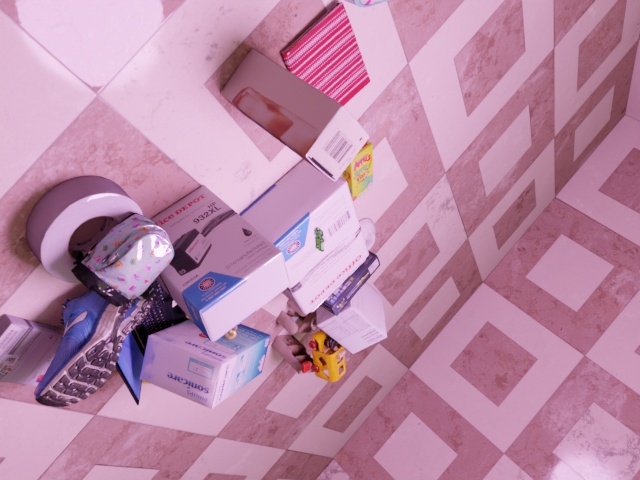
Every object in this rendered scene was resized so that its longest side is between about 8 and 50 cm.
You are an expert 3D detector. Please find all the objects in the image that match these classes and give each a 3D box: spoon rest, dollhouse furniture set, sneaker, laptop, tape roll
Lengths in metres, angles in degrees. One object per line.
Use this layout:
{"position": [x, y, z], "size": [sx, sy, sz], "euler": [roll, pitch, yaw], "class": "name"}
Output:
{"position": [0.126, 0.050, 2.072], "size": [0.137, 0.084, 0.277], "euler": [-7, 115, -51], "class": "spoon rest"}
{"position": [-0.037, 0.320, 2.044], "size": [0.212, 0.161, 0.242], "euler": [10, 115, -56], "class": "dollhouse furniture set"}
{"position": [-0.515, 0.210, 1.291], "size": [0.330, 0.147, 0.130], "euler": [-59, 153, -24], "class": "sneaker"}
{"position": [-0.415, 0.243, 1.493], "size": [0.264, 0.136, 0.234], "euler": [-34, 146, -25], "class": "laptop"}
{"position": [-0.478, -0.021, 1.196], "size": [0.219, 0.072, 0.219], "euler": [-34, 145, -28], "class": "tape roll"}

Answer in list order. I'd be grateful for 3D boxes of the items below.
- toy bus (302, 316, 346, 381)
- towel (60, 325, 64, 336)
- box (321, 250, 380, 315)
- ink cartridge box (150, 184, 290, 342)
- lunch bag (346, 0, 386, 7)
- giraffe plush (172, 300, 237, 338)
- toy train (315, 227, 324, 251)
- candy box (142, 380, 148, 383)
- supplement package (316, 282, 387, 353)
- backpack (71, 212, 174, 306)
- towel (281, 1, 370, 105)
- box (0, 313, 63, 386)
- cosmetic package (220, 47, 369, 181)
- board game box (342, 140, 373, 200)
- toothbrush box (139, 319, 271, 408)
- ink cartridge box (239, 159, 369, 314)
{"position": [0.034, 0.381, 1.993], "size": [0.202, 0.104, 0.191], "euler": [33, 73, -54], "class": "toy bus"}
{"position": [-0.561, 0.209, 1.341], "size": [0.083, 0.009, 0.060], "euler": [-44, 127, -58], "class": "towel"}
{"position": [0.052, 0.107, 1.888], "size": [0.233, 0.183, 0.059], "euler": [-47, 142, -18], "class": "box"}
{"position": [-0.254, 0.042, 1.325], "size": [0.223, 0.307, 0.129], "euler": [-37, 144, -21], "class": "ink cartridge box"}
{"position": [0.135, -0.669, 1.271], "size": [0.224, 0.108, 0.279], "euler": [-28, 142, -33], "class": "lunch bag"}
{"position": [-0.255, 0.155, 1.541], "size": [0.210, 0.170, 0.182], "euler": [-43, 151, -38], "class": "giraffe plush"}
{"position": [0.000, 0.000, 1.563], "size": [0.017, 0.023, 0.083], "euler": [-34, 143, -24], "class": "toy train"}
{"position": [-0.437, 0.370, 1.707], "size": [0.205, 0.027, 0.105], "euler": [18, 105, -58], "class": "candy box"}
{"position": [0.101, 0.236, 1.978], "size": [0.149, 0.194, 0.203], "euler": [-31, 125, 24], "class": "supplement package"}
{"position": [-0.391, 0.038, 1.190], "size": [0.182, 0.115, 0.152], "euler": [-48, 147, -10], "class": "backpack"}
{"position": [0.020, -0.428, 1.454], "size": [0.199, 0.031, 0.275], "euler": [-44, 147, -7], "class": "towel"}
{"position": [-0.653, 0.246, 1.282], "size": [0.145, 0.038, 0.186], "euler": [-51, 148, 0], "class": "box"}
{"position": [-0.058, -0.272, 1.259], "size": [0.129, 0.296, 0.153], "euler": [-52, 148, 4], "class": "cosmetic package"}
{"position": [0.115, -0.215, 1.790], "size": [0.092, 0.043, 0.181], "euler": [-37, 146, -22], "class": "board game box"}
{"position": [-0.295, 0.305, 1.544], "size": [0.295, 0.216, 0.126], "euler": [-16, 122, -69], "class": "toothbrush box"}
{"position": [-0.037, -0.002, 1.697], "size": [0.285, 0.166, 0.395], "euler": [-42, 147, -13], "class": "ink cartridge box"}
